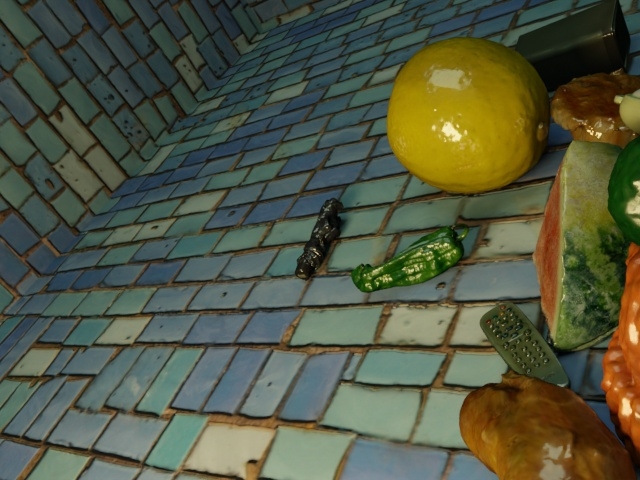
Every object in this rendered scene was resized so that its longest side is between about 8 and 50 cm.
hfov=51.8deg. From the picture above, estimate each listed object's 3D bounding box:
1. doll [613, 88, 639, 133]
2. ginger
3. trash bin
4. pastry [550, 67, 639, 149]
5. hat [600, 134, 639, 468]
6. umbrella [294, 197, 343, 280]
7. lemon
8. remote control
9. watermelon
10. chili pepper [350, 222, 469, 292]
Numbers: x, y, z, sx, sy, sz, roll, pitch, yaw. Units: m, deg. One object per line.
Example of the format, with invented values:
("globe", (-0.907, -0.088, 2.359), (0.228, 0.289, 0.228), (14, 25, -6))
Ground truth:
("doll", (0.607, -0.199, 1.068), (0.141, 0.117, 0.296), (-13, 37, -31))
("ginger", (0.280, 0.261, 0.815), (0.321, 0.165, 0.172), (-117, 49, -69))
("trash bin", (0.598, -0.454, 1.582), (0.240, 0.122, 0.164), (-11, 38, 36))
("pastry", (0.567, -0.249, 1.282), (0.229, 0.100, 0.218), (-22, 44, -11))
("hat", (0.428, 0.083, 0.696), (0.285, 0.400, 0.285), (-21, 36, 16))
("umbrella", (0.002, -0.001, 1.556), (0.071, 0.080, 0.224), (18, 54, 12))
("lemon", (0.306, -0.257, 1.377), (0.348, 0.348, 0.348), (-24, 31, 16))
("remote control", (0.316, 0.171, 1.026), (0.072, 0.042, 0.222), (-31, 29, 5))
("watermelon", (0.414, 0.010, 1.040), (0.193, 0.232, 0.310), (-15, 80, 25))
("chili pepper", (0.178, 0.041, 1.285), (0.257, 0.100, 0.074), (-27, 25, 16))
